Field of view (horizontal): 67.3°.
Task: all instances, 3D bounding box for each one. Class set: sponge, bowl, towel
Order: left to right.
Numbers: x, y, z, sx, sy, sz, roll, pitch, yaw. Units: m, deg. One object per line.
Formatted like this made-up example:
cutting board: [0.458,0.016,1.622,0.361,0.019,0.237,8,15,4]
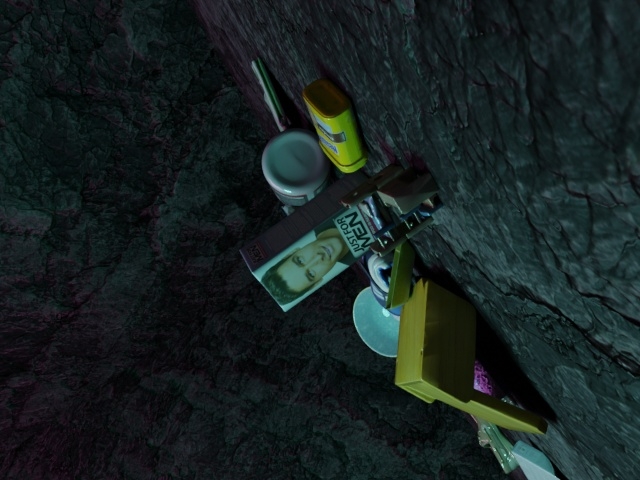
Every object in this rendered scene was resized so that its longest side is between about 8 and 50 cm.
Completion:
towel: [-0.159,-0.458,1.667,0.325,0.038,0.248,90,155,-86]
bowl: [0.289,0.294,1.897,0.156,0.289,0.289,-20,-110,-48]
sponge: [0.424,0.361,1.342,0.210,0.031,0.117,55,144,25]

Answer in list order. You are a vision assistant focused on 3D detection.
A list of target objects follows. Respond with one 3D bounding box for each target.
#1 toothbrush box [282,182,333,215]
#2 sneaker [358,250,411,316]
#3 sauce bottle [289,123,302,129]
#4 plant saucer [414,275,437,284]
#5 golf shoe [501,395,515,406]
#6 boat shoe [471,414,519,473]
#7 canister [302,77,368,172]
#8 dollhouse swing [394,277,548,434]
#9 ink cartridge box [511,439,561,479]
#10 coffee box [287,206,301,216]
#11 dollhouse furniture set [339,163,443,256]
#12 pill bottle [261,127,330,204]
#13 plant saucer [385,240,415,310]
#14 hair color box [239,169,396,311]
toothbrush box: [0.009,-0.080,1.940,0.126,0.216,0.295,54,177,33]
sneaker: [0.242,0.163,1.599,0.323,0.130,0.236,63,-179,-20]
sauce bottle: [-0.077,-0.373,1.677,0.128,0.042,0.042,55,178,44]
plant saucer: [0.320,0.160,1.320,0.168,0.029,0.168,56,178,3]
golf shoe: [0.490,0.424,1.383,0.176,0.086,0.069,26,118,45]
boat shoe: [0.696,0.808,1.983,0.302,0.098,0.109,53,177,46]
canister: [0.032,-0.239,1.005,0.126,0.073,0.170,53,175,33]
dollhouse swing: [0.367,0.289,1.198,0.347,0.304,0.315,90,-172,-71]
ink cartridge box: [0.702,0.715,1.420,0.232,0.066,0.189,8,136,58]
coffee box: [0.016,-0.036,1.599,0.098,0.246,0.141,59,-147,-64]
dollhouse furniture set: [0.138,-0.045,0.878,0.129,0.129,0.184,56,178,-18]
pill bottle: [-0.070,-0.220,1.608,0.210,0.210,0.363,55,177,6]
plant saucer: [0.220,0.101,1.312,0.045,0.188,0.188,10,172,5]
hair color box: [0.000,0.000,1.263,0.113,0.374,0.185,52,177,48]
